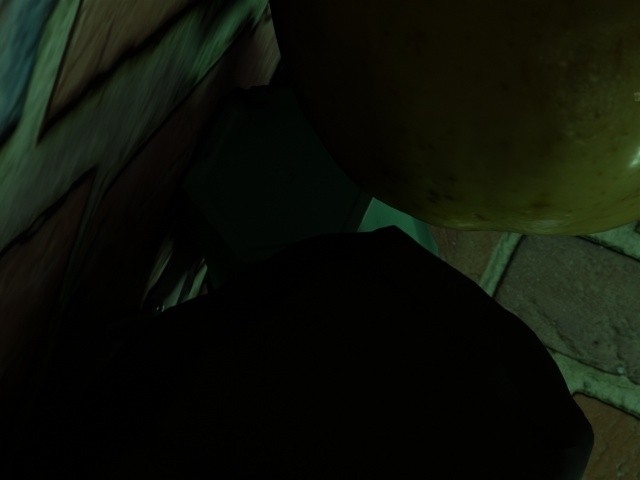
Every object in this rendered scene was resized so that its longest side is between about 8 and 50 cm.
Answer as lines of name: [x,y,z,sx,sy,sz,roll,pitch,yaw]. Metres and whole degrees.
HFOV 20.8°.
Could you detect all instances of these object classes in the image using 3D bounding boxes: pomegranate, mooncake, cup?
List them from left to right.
mooncake: [-0.035,0.167,0.805,0.350,0.212,0.381,-41,166,-34]
cup: [0.000,0.000,0.994,0.236,0.134,0.148,74,7,-66]
pomegranate: [0.109,-0.137,0.801,0.307,0.307,0.307,24,90,-86]

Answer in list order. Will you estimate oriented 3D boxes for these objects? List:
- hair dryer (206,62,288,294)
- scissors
hair dryer: [-0.037,-0.022,1.139,0.195,0.050,0.173,-63,173,-7]
scissors: [-0.096,0.046,0.943,0.189,0.015,0.100,10,102,-84]
